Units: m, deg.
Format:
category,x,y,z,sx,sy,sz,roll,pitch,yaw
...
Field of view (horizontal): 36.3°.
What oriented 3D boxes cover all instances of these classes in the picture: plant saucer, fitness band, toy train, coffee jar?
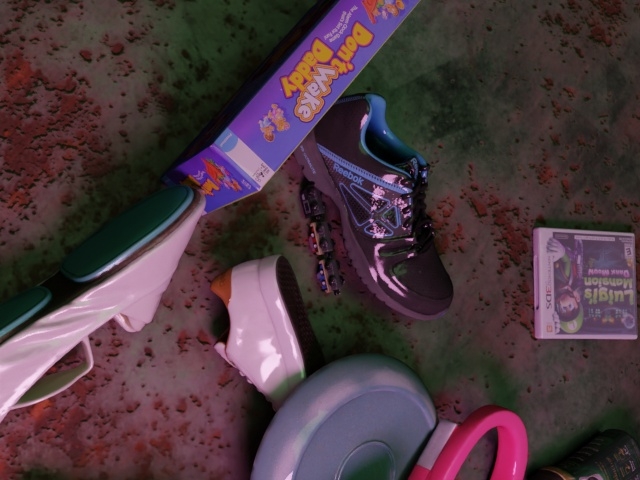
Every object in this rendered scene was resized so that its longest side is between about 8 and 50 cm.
category,x,y,z,sx,sy,sz,roll,pitch,yaw
plant saucer,0.050,0.307,1.286,0.317,0.044,0.317,-9,106,-35
fitness band,0.196,0.363,1.354,0.209,0.054,0.291,47,68,-41
toy train,0.000,0.000,1.358,0.027,0.036,0.158,-9,85,-52
coffee jar,0.401,0.364,1.474,0.184,0.079,0.096,-22,96,-25

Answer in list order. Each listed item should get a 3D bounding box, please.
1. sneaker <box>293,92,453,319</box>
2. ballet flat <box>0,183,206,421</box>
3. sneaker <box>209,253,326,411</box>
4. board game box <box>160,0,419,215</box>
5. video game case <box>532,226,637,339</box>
category,x,y,z,sx,sy,sz,roll,pitch,yaw
sneaker,0.095,-0.041,1.332,0.341,0.140,0.125,56,39,-11
ballet flat,-0.290,0.086,1.185,0.400,0.139,0.139,-37,100,-18
sneaker,-0.066,0.161,1.296,0.123,0.106,0.290,-12,104,17
board game box,-0.041,-0.195,1.252,0.078,0.233,0.347,43,70,-14
video game case,0.421,0.069,1.545,0.190,0.022,0.173,3,84,-24
